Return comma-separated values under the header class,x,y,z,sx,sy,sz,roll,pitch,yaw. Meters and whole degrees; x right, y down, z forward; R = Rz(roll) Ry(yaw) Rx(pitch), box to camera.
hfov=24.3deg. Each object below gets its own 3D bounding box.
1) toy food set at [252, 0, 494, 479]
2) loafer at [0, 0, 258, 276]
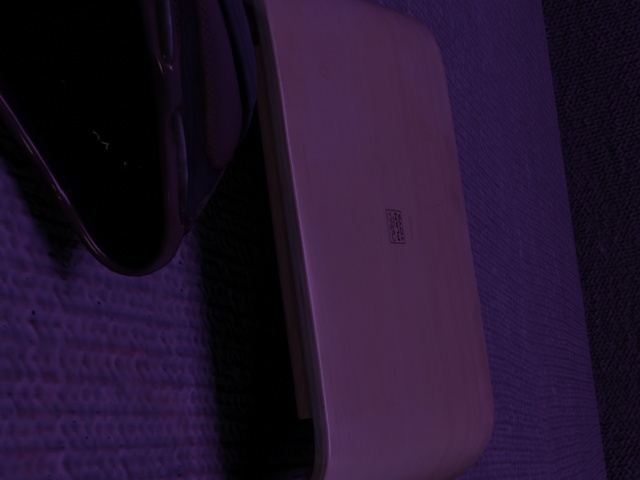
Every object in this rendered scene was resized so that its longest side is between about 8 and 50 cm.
class,x,y,z,sx,sy,sz,roll,pitch,yaw
toy food set,0.000,0.000,0.817,0.220,0.092,0.306,3,77,-62
loafer,-0.090,-0.106,0.492,0.302,0.109,0.095,68,24,-49
